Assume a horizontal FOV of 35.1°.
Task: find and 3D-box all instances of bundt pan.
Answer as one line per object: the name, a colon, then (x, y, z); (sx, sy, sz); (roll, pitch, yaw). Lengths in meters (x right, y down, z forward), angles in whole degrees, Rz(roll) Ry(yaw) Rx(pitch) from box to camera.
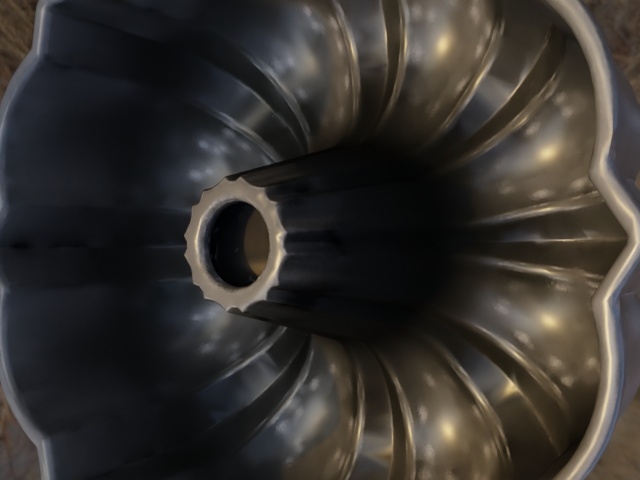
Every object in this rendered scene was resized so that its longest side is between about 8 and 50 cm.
bundt pan: (0.000, 0.000, 0.450); (0.331, 0.331, 0.124); (-48, 155, 27)
